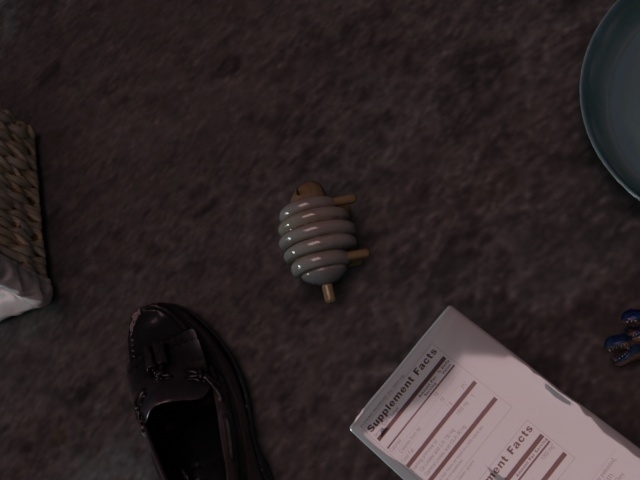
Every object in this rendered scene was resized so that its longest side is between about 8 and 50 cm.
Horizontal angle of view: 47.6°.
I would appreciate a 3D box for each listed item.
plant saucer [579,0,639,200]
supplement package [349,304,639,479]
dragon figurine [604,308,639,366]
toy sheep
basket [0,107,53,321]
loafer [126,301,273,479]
[{"bbox_3d":[0.409,-0.141,0.675,0.318,0.044,0.317,-7,69,18],"label":"plant saucer"},{"bbox_3d":[0.168,0.189,0.592,0.244,0.139,0.134,38,86,28],"label":"supplement package"},{"bbox_3d":[0.381,0.109,0.572,0.289,0.085,0.144,-4,71,20],"label":"dragon figurine"},{"bbox_3d":[0.000,0.000,0.751,0.091,0.091,0.132,-18,72,13],"label":"toy sheep"},{"bbox_3d":[-0.543,-0.038,0.828,0.331,0.328,0.266,-20,62,13],"label":"basket"},{"bbox_3d":[-0.126,0.182,0.723,0.109,0.095,0.302,-32,64,6],"label":"loafer"}]
